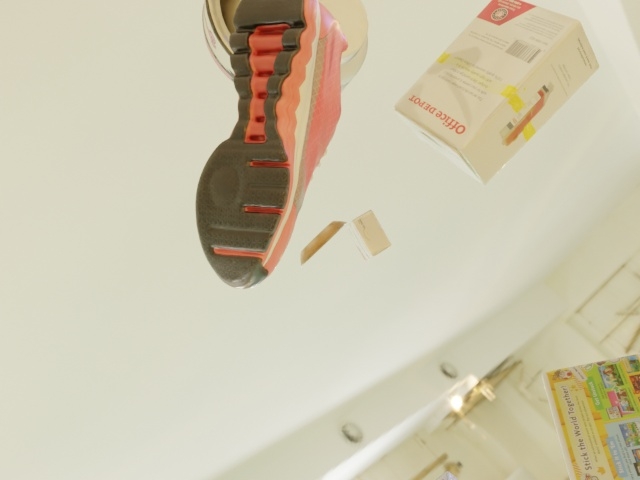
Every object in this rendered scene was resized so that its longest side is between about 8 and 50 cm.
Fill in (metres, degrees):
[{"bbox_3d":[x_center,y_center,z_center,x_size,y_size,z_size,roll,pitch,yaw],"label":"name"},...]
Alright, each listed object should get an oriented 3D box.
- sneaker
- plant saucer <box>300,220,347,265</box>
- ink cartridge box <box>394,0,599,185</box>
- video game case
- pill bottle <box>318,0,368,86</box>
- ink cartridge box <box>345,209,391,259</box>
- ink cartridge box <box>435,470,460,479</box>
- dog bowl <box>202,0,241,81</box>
[{"bbox_3d":[-0.029,-0.100,0.698,0.136,0.115,0.314,10,-88,-54],"label":"sneaker"},{"bbox_3d":[0.000,0.000,0.883,0.083,0.015,0.083,-44,-1,-1],"label":"plant saucer"},{"bbox_3d":[0.406,-0.362,1.601,0.385,0.279,0.160,-46,-47,4],"label":"ink cartridge box"},{"bbox_3d":[0.393,0.225,0.812,0.206,0.227,0.026,-15,-59,15],"label":"video game case"},{"bbox_3d":[-0.012,-0.353,1.259,0.176,0.176,0.318,-39,5,-10],"label":"pill bottle"},{"bbox_3d":[0.126,-0.013,1.792,0.063,0.109,0.150,-30,-2,-7],"label":"ink cartridge box"},{"bbox_3d":[0.208,0.432,0.781,0.065,0.185,0.311,-48,8,20],"label":"ink cartridge box"},{"bbox_3d":[-0.109,-0.535,1.680,0.408,0.408,0.150,-29,1,-30],"label":"dog bowl"}]
